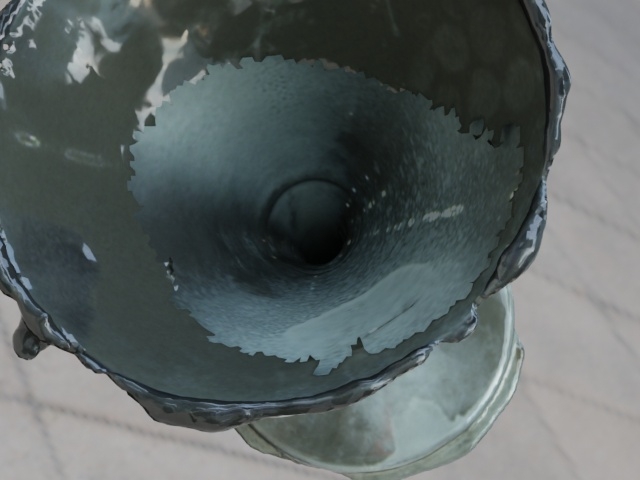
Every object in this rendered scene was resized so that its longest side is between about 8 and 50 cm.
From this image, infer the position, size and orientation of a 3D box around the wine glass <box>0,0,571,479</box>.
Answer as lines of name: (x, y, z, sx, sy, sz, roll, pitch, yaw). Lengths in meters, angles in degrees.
wine glass: (0.000, 0.000, 0.548, 0.156, 0.156, 0.232, 51, -3, 16)
